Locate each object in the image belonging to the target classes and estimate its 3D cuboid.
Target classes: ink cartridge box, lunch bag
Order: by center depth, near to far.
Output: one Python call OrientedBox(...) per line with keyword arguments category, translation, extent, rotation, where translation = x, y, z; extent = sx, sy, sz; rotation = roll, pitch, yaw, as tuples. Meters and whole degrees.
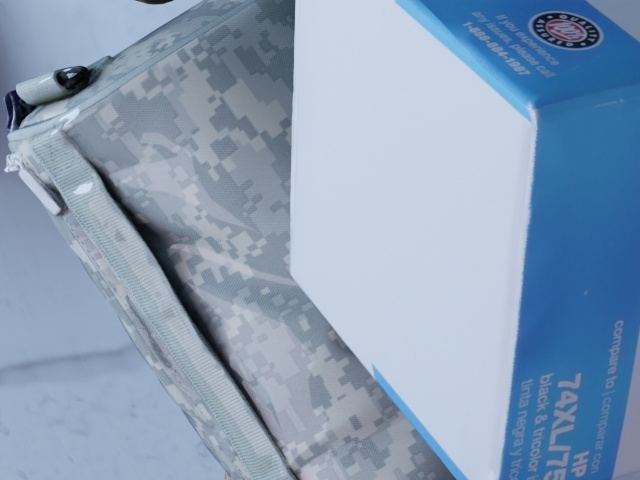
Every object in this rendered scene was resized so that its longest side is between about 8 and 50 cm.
OrientedBox(category="ink cartridge box", translation=(0.150, -0.043, 0.833), extent=(0.198, 0.270, 0.197), rotation=(-130, 34, -48))
OrientedBox(category="lunch bag", translation=(0.000, 0.000, 1.020), extent=(0.212, 0.256, 0.305), rotation=(-27, 97, 43))

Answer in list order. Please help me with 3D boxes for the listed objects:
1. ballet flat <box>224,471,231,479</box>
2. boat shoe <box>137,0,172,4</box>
OrientedBox(category="ballet flat", translation=(0.009, 0.156, 1.241), extent=(0.206, 0.073, 0.067), rotation=(-17, 90, 38))
OrientedBox(category="boat shoe", translation=(-0.115, -0.287, 1.050), extent=(0.104, 0.111, 0.307), rotation=(15, 114, 35))
